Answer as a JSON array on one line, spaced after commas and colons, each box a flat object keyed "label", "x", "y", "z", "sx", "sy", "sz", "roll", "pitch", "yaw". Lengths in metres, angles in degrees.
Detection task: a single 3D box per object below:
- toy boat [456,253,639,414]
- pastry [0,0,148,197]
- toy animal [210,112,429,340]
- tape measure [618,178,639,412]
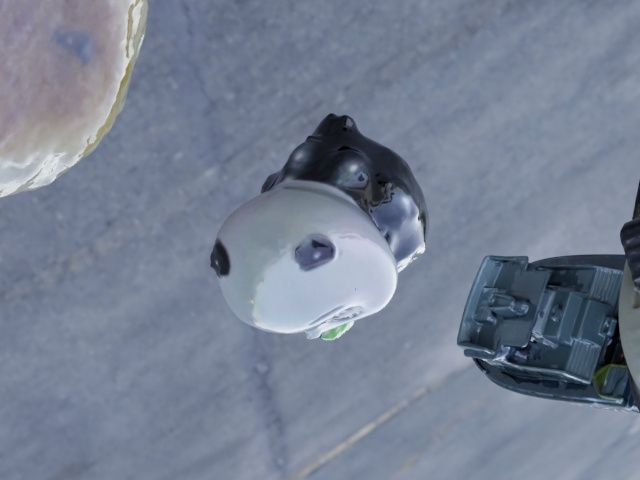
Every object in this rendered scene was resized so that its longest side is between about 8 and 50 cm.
[{"label": "toy boat", "x": 0.180, "y": 0.065, "z": 1.104, "sx": 0.296, "sy": 0.122, "sz": 0.114, "roll": -1, "pitch": -111, "yaw": 70}, {"label": "pastry", "x": -0.357, "y": -0.223, "z": 1.359, "sx": 0.388, "sy": 0.313, "sz": 0.388, "roll": -22, "pitch": 120, "yaw": -44}, {"label": "toy animal", "x": 0.002, "y": 0.009, "z": 1.674, "sx": 0.266, "sy": 0.213, "sz": 0.212, "roll": -53, "pitch": 176, "yaw": -43}, {"label": "tape measure", "x": 0.270, "y": 0.042, "z": 0.920, "sx": 0.133, "sy": 0.271, "sz": 0.231, "roll": -21, "pitch": -163, "yaw": 47}]
